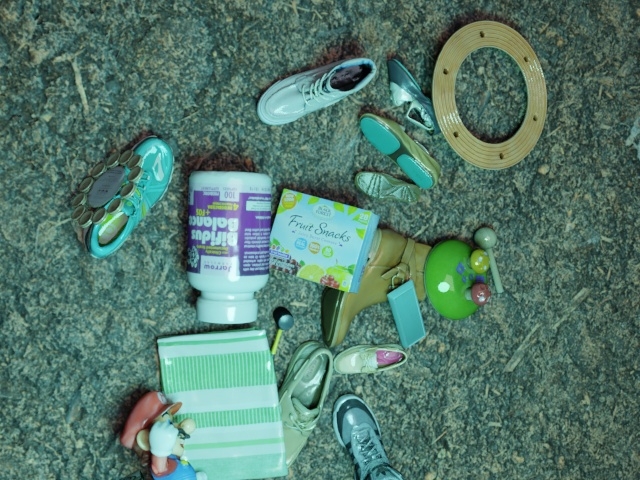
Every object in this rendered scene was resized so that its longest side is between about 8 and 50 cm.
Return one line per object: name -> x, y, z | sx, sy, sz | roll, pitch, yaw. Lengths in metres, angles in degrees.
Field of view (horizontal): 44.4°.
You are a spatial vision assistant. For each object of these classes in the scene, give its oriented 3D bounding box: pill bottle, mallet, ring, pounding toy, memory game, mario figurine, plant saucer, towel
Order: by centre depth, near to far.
memory game -> -0.415, -0.102, 1.525 | 0.186, 0.186, 0.012 | -51, 131, -7
mario figurine -> -0.271, 0.443, 1.548 | 0.170, 0.198, 0.320 | -11, 71, -41
pill bottle -> -0.187, 0.012, 1.596 | 0.169, 0.169, 0.301 | 1, 93, -16
towel -> -0.209, 0.350, 1.647 | 0.248, 0.038, 0.324 | -6, 96, 2
mallet -> -0.099, 0.239, 1.693 | 0.039, 0.062, 0.189 | 15, 90, -18
plant saucer -> 0.197, 0.169, 1.747 | 0.067, 0.018, 0.192 | -31, 135, -12
pounding toy -> 0.351, 0.075, 1.752 | 0.237, 0.110, 0.183 | -24, 99, -36
ring -> 0.383, -0.328, 1.782 | 0.337, 0.032, 0.336 | -1, 92, -28

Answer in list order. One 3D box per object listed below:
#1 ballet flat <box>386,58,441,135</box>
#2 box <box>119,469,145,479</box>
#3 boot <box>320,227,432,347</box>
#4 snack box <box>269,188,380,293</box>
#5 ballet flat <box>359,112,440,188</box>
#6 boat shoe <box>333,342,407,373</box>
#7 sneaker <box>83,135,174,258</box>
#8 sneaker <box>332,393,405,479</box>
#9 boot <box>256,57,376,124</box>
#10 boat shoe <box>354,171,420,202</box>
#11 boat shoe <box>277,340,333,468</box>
ballet flat -> 0.204, -0.310, 1.741 | 0.203, 0.074, 0.074 | 44, 81, -17
box -> -0.454, 0.557, 1.562 | 0.233, 0.159, 0.044 | -26, 100, -13
boot -> 0.126, 0.113, 1.742 | 0.220, 0.109, 0.283 | 13, 87, -23
snack box -> 0.000, 0.000, 1.647 | 0.207, 0.070, 0.174 | 17, 90, 21
ballet flat -> 0.180, -0.211, 1.749 | 0.232, 0.080, 0.073 | 44, 54, -17
boat shoe -> 0.115, 0.266, 1.759 | 0.170, 0.059, 0.063 | -10, 97, -15
sneaker -> -0.376, -0.082, 1.565 | 0.107, 0.110, 0.275 | 30, 85, -16
sneaker -> 0.113, 0.473, 1.725 | 0.101, 0.153, 0.268 | -20, 99, -14
boot -> -0.008, -0.323, 1.648 | 0.258, 0.123, 0.095 | -29, 101, -12
boat shoe -> 0.147, -0.122, 1.755 | 0.153, 0.048, 0.056 | 10, 103, -10
boat shoe -> -0.050, 0.367, 1.698 | 0.109, 0.098, 0.302 | 23, 87, -17
